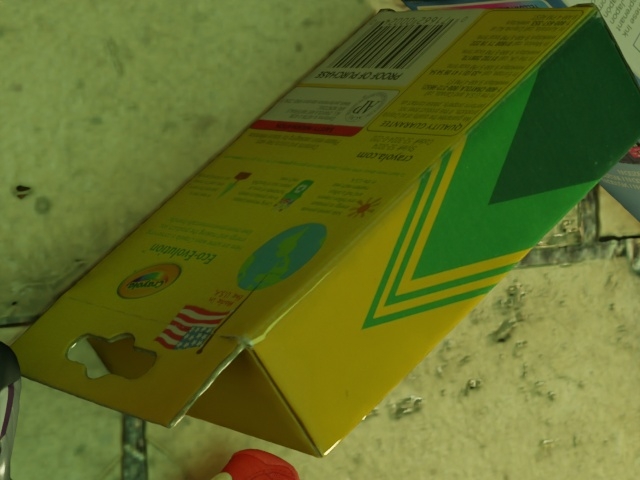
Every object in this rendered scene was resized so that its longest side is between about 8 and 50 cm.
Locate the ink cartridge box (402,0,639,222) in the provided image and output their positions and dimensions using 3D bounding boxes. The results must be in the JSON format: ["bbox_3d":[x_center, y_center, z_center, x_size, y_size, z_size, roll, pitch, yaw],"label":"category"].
[{"bbox_3d":[0.277,-0.142,1.190,0.395,0.151,0.270,39,74,-29],"label":"ink cartridge box"}]

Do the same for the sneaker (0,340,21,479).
[{"bbox_3d":[-0.194,0.159,0.962,0.098,0.083,0.224,26,84,-54],"label":"sneaker"}]

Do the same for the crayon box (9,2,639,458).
[{"bbox_3d":[0.000,0.000,0.989,0.318,0.202,0.081,-43,116,-22],"label":"crayon box"}]

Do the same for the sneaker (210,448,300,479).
[{"bbox_3d":[0.031,0.219,1.093,0.279,0.107,0.118,44,61,-32],"label":"sneaker"}]
